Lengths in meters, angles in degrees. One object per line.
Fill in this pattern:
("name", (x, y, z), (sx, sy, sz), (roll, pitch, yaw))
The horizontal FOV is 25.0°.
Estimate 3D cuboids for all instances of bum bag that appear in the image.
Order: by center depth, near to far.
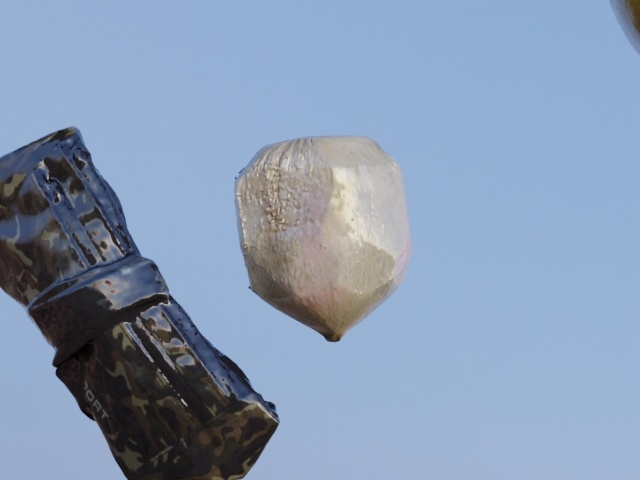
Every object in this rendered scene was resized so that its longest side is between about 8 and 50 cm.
("bum bag", (-0.123, 0.046, 0.841), (0.248, 0.102, 0.069), (53, 6, 22))

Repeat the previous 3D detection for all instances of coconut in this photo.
("coconut", (0.000, 0.000, 0.873), (0.110, 0.124, 0.110), (-4, -2, 0))

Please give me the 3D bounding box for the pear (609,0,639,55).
("pear", (0.455, -0.302, 1.507), (0.285, 0.285, 0.336), (22, -7, -19))
